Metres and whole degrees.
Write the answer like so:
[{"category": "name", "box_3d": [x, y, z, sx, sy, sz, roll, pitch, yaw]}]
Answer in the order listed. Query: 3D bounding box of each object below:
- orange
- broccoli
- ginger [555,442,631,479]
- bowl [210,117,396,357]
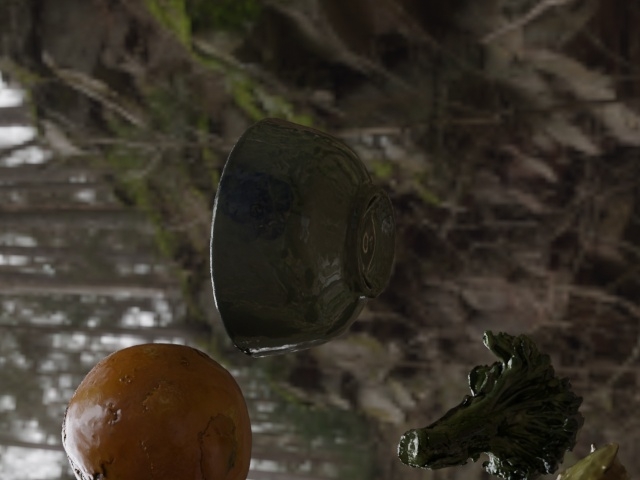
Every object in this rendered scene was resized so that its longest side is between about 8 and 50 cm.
[{"category": "orange", "box_3d": [-0.204, 0.249, 1.944, 0.246, 0.246, 0.246, -6, -83, -63]}, {"category": "broccoli", "box_3d": [0.229, 0.218, 1.992, 0.274, 0.177, 0.199, 15, -83, -46]}, {"category": "ginger", "box_3d": [0.298, 0.292, 1.429, 0.138, 0.267, 0.152, -23, -61, -32]}, {"category": "bowl", "box_3d": [0.000, 0.000, 1.778, 0.289, 0.146, 0.289, 3, -90, -66]}]
